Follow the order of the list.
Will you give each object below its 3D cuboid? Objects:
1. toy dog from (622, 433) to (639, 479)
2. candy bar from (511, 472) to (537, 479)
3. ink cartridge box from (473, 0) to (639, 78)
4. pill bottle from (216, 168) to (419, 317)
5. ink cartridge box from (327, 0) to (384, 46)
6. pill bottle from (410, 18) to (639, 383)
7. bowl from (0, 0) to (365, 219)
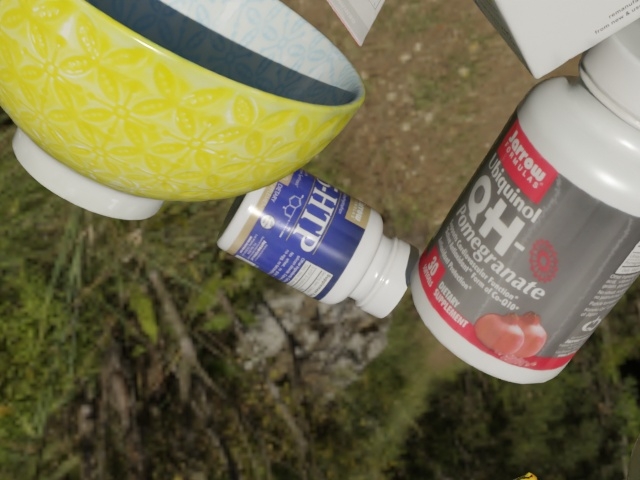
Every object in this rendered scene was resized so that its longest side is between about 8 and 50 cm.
[{"bbox_3d":[0.390,0.224,0.982,0.396,0.284,0.408,1,177,22],"label":"toy dog"},{"bbox_3d":[0.180,0.258,1.107,0.018,0.040,0.161,11,159,-6],"label":"candy bar"},{"bbox_3d":[0.141,-0.269,0.743,0.168,0.171,0.232,-31,130,8],"label":"ink cartridge box"},{"bbox_3d":[0.000,0.000,1.144,0.187,0.112,0.112,28,157,-10],"label":"pill bottle"},{"bbox_3d":[-0.006,-0.398,1.249,0.066,0.261,0.296,-9,131,42],"label":"ink cartridge box"},{"bbox_3d":[0.227,-0.035,1.016,0.176,0.176,0.318,5,130,-33],"label":"pill bottle"},{"bbox_3d":[-0.130,-0.109,0.781,0.289,0.289,0.156,10,120,-45],"label":"bowl"}]
